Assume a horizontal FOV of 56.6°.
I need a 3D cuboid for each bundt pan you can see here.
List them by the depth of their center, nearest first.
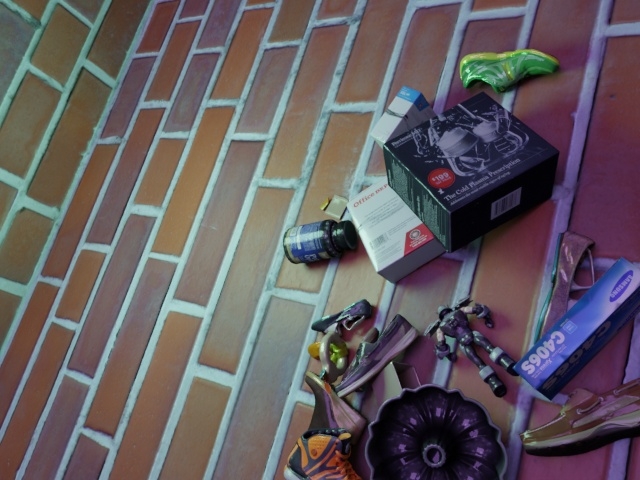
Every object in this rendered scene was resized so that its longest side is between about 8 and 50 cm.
[{"bbox_3d":[0.279,0.503,1.431,0.330,0.124,0.331,-1,85,15],"label":"bundt pan"}]

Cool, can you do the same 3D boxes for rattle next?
[{"bbox_3d":[-0.007,0.356,1.695,0.142,0.130,0.200,-1,39,21],"label":"rattle"}]

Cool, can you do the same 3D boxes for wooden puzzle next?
[{"bbox_3d":[0.056,-0.111,1.975,0.116,0.014,0.078,33,93,39],"label":"wooden puzzle"}]

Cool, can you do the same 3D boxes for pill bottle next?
[{"bbox_3d":[0.000,0.000,1.888,0.219,0.123,0.123,-12,63,29],"label":"pill bottle"}]

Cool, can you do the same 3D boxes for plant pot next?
[{"bbox_3d":[0.203,0.399,1.590,0.096,0.109,0.109,-38,53,27],"label":"plant pot"}]

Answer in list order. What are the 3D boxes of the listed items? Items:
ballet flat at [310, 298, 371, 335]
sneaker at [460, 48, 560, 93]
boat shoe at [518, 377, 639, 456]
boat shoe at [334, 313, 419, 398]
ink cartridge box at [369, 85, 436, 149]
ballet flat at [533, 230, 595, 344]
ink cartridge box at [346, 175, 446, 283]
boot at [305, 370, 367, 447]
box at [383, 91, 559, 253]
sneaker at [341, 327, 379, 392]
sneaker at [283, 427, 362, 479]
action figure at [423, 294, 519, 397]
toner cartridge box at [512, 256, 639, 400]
[{"bbox_3d":[0.063,0.244,1.770,0.203,0.074,0.074,-28,56,17],"label":"ballet flat"},{"bbox_3d":[0.567,-0.504,1.786,0.295,0.109,0.123,5,94,33],"label":"sneaker"},{"bbox_3d":[0.605,0.394,1.329,0.324,0.122,0.120,-21,53,14],"label":"boat shoe"},{"bbox_3d":[0.140,0.313,1.620,0.285,0.103,0.092,-39,79,-11],"label":"boat shoe"},{"bbox_3d":[0.262,-0.367,1.878,0.082,0.139,0.191,37,91,37],"label":"ink cartridge box"},{"bbox_3d":[0.608,0.124,1.456,0.106,0.107,0.316,13,76,22],"label":"ballet flat"},{"bbox_3d":[0.222,-0.043,1.770,0.197,0.114,0.273,-33,55,16],"label":"ink cartridge box"},{"bbox_3d":[-0.009,0.513,1.675,0.248,0.090,0.207,39,90,35],"label":"boot"},{"bbox_3d":[0.398,-0.192,1.613,0.343,0.179,0.312,-29,52,-10],"label":"box"},{"bbox_3d":[0.133,0.342,1.694,0.071,0.066,0.188,28,89,19],"label":"sneaker"},{"bbox_3d":[0.065,0.599,1.521,0.321,0.124,0.180,25,94,19],"label":"sneaker"},{"bbox_3d":[0.389,0.263,1.538,0.185,0.099,0.285,-50,48,13],"label":"action figure"},{"bbox_3d":[0.609,0.211,1.371,0.348,0.165,0.075,-48,53,6],"label":"toner cartridge box"}]
